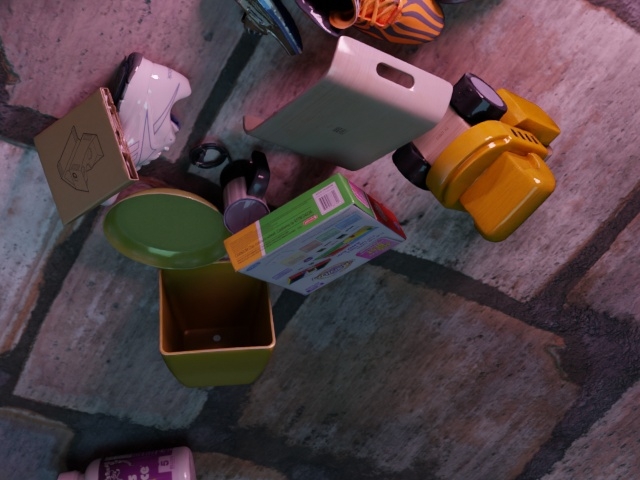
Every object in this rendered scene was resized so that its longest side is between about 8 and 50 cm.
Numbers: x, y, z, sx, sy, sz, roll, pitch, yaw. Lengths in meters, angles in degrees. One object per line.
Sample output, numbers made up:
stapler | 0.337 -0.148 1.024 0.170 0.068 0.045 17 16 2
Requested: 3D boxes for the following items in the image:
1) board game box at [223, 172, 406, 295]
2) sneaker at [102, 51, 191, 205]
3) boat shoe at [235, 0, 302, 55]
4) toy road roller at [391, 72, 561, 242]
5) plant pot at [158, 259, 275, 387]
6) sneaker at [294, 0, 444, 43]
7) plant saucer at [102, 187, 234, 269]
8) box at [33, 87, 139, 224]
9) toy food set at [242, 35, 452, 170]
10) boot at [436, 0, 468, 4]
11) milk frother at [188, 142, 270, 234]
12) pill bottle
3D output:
board game box | 0.000 0.000 1.651 0.242 0.064 0.316 -30 160 13
sneaker | -0.315 -0.172 1.543 0.129 0.111 0.297 14 125 -26
boat shoe | -0.096 -0.369 1.456 0.066 0.066 0.183 -28 117 18
toy road roller | 0.305 -0.116 1.545 0.330 0.240 0.202 7 132 -51
plant pot | -0.205 0.180 1.783 0.212 0.212 0.187 -4 141 -7
sneaker | 0.064 -0.363 1.406 0.321 0.180 0.124 17 122 -21
plant saucer | -0.280 -0.026 1.669 0.241 0.037 0.241 1 145 1
box | -0.393 -0.137 1.499 0.201 0.164 0.021 -25 171 36
toy food set | 0.037 -0.222 1.499 0.220 0.092 0.306 17 156 -29
boot | 0.179 -0.463 1.388 0.338 0.118 0.222 -11 130 -2
milk frother | -0.163 -0.096 1.605 0.143 0.134 0.129 2 124 -11
pill bottle | -0.441 0.575 2.062 0.302 0.169 0.169 -8 128 -4
